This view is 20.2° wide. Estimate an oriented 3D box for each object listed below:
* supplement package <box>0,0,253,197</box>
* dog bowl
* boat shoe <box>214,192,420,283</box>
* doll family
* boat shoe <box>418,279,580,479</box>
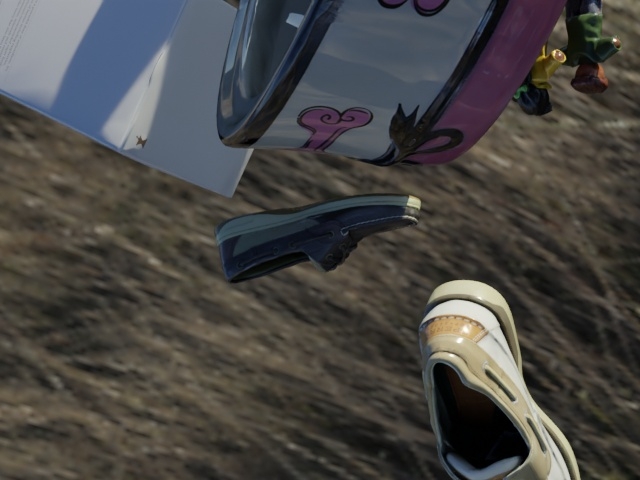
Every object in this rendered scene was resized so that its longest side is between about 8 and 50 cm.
[{"bbox_3d":[-0.201,-0.186,1.826,0.293,0.175,0.178,27,92,40],"label":"supplement package"},{"bbox_3d":[0.070,-0.231,1.197,0.408,0.150,0.408,-161,90,-79],"label":"dog bowl"},{"bbox_3d":[0.000,0.000,1.289,0.152,0.056,0.049,-11,76,15],"label":"boat shoe"},{"bbox_3d":[0.144,-0.138,1.340,0.193,0.076,0.111,178,87,-66],"label":"doll family"},{"bbox_3d":[0.154,0.185,1.635,0.113,0.302,0.103,-10,31,27],"label":"boat shoe"}]
